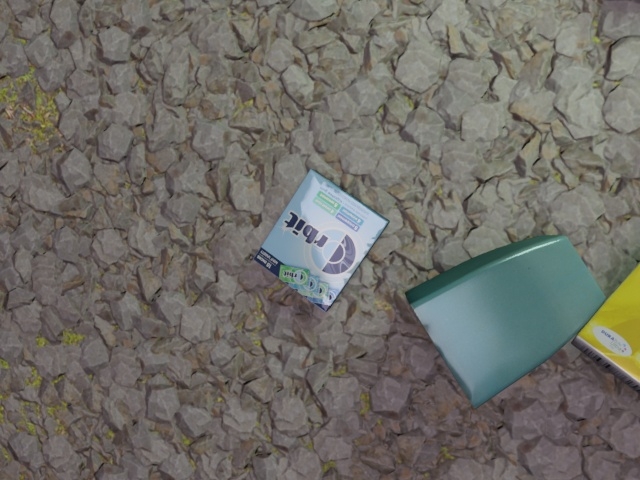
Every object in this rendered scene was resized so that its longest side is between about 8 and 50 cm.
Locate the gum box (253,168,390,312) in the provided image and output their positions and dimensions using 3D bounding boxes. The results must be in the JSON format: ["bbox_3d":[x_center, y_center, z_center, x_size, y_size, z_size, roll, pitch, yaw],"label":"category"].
[{"bbox_3d":[0.000,0.000,0.881,0.157,0.041,0.184,36,102,7],"label":"gum box"}]

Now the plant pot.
[{"bbox_3d":[0.270,0.095,0.771,0.234,0.165,0.166,-32,87,6],"label":"plant pot"}]

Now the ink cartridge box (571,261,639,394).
[{"bbox_3d":[0.555,0.115,0.671,0.303,0.072,0.307,40,89,28],"label":"ink cartridge box"}]
